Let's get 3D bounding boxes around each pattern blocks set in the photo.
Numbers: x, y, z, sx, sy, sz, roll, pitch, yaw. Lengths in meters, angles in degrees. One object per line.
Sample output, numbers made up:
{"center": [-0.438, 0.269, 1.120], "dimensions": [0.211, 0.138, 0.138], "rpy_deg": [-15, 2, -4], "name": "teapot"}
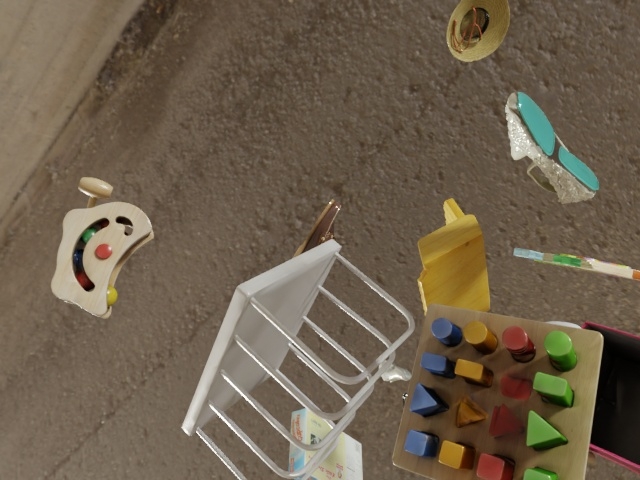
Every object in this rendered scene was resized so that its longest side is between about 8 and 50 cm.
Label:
{"center": [0.614, 0.057, 1.176], "dimensions": [0.285, 0.324, 0.026], "rpy_deg": [13, 92, 55], "name": "pattern blocks set"}

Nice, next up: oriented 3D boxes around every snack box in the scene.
{"center": [0.024, 0.661, 1.580], "dimensions": [0.060, 0.322, 0.187], "rpy_deg": [-24, 41, 25], "name": "snack box"}

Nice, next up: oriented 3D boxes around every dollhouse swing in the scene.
{"center": [0.423, 0.075, 1.838], "dimensions": [0.315, 0.347, 0.305], "rpy_deg": [-27, 37, -10], "name": "dollhouse swing"}

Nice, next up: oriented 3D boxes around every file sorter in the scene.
{"center": [-0.026, 0.177, 0.694], "dimensions": [0.173, 0.192, 0.278], "rpy_deg": [38, 125, 19], "name": "file sorter"}

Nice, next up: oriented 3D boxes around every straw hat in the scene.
{"center": [0.298, -0.433, 1.041], "dimensions": [0.145, 0.144, 0.061], "rpy_deg": [-59, 32, 15], "name": "straw hat"}

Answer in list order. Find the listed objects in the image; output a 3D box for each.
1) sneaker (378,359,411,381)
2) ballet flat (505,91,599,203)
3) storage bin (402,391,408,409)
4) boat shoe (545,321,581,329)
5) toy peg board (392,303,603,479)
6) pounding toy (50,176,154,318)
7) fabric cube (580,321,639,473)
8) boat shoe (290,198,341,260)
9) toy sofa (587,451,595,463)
{"center": [0.232, 0.423, 1.649], "dimensions": [0.152, 0.053, 0.061], "rpy_deg": [8, 72, 65], "name": "sneaker"}
{"center": [0.639, -0.243, 1.514], "dimensions": [0.147, 0.409, 0.147], "rpy_deg": [-43, 18, 17], "name": "ballet flat"}
{"center": [0.224, 0.335, 0.906], "dimensions": [0.180, 0.084, 0.122], "rpy_deg": [-172, 73, -70], "name": "storage bin"}
{"center": [0.620, 0.323, 1.551], "dimensions": [0.306, 0.113, 0.105], "rpy_deg": [-13, 33, 30], "name": "boat shoe"}
{"center": [0.146, 0.137, 0.454], "dimensions": [0.160, 0.079, 0.161], "rpy_deg": [7, 72, 31], "name": "toy peg board"}
{"center": [-0.410, 0.016, 1.019], "dimensions": [0.155, 0.154, 0.270], "rpy_deg": [138, 138, -71], "name": "pounding toy"}
{"center": [0.696, 0.368, 1.138], "dimensions": [0.259, 0.258, 0.254], "rpy_deg": [15, 73, 50], "name": "fabric cube"}
{"center": [0.000, 0.000, 1.292], "dimensions": [0.073, 0.073, 0.207], "rpy_deg": [32, 96, 5], "name": "boat shoe"}
{"center": [0.516, 0.629, 1.159], "dimensions": [0.177, 0.150, 0.363], "rpy_deg": [-27, 38, 60], "name": "toy sofa"}
